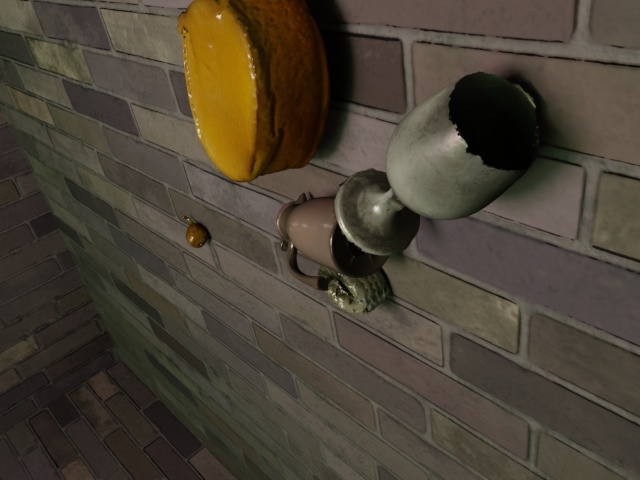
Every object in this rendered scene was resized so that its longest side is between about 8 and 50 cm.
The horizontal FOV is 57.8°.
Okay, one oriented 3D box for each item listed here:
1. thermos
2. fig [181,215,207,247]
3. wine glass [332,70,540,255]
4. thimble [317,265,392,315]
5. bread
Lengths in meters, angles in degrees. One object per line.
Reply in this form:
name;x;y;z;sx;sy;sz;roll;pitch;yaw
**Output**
thermos;0.000;0.000;0.844;0.193;0.105;0.137;16;94;54
fig;-0.285;-0.023;1.302;0.083;0.050;0.050;57;151;19
wine glass;0.113;-0.070;0.616;0.126;0.126;0.241;55;152;3
thimble;0.051;0.066;0.888;0.110;0.062;0.084;39;148;28
bread;-0.080;-0.201;0.750;0.195;0.143;0.269;41;144;29
